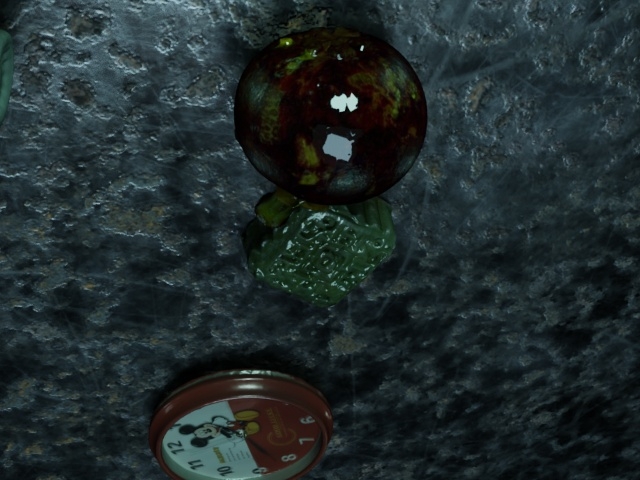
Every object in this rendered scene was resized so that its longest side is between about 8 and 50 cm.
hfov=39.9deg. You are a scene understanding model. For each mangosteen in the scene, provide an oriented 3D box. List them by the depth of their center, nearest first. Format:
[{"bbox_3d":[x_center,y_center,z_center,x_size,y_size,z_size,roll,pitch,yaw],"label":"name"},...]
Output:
[{"bbox_3d":[0.001,-0.121,1.075,0.231,0.231,0.289,3,136,-16],"label":"mangosteen"}]

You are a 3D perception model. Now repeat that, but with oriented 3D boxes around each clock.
[{"bbox_3d":[-0.135,0.327,1.518,0.318,0.080,0.318,-5,134,-5],"label":"clock"}]

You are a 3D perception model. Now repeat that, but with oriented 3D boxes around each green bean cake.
[{"bbox_3d":[0.000,0.000,1.259,0.173,0.094,0.181,29,119,-33],"label":"green bean cake"}]

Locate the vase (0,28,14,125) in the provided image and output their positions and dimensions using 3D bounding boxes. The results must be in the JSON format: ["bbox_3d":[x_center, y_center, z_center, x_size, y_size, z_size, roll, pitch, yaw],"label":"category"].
[{"bbox_3d":[-0.484,-0.194,0.922,0.298,0.143,0.143,8,128,-11],"label":"vase"}]
